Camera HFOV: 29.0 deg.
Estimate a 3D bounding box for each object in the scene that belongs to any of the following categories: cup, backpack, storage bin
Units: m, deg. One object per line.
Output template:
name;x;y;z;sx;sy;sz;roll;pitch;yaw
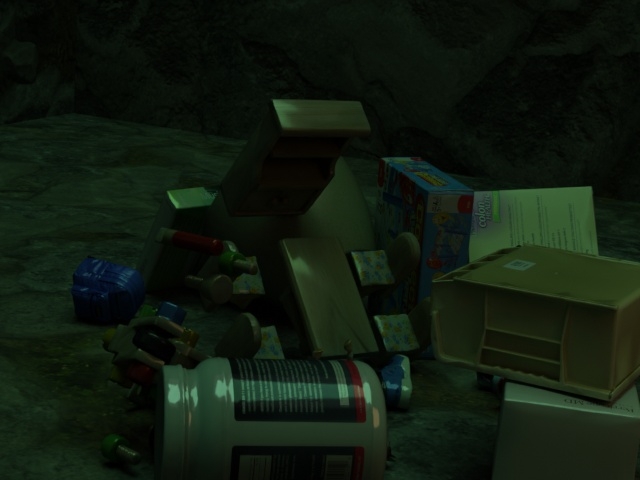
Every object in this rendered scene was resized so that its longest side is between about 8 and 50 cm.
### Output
cup;-0.026;0.009;2.356;0.331;0.331;0.237;-6;42;-39
backpack;-0.380;0.099;2.224;0.120;0.098;0.101;9;43;14
storage bin;0.315;0.099;1.680;0.260;0.123;0.262;10;15;29

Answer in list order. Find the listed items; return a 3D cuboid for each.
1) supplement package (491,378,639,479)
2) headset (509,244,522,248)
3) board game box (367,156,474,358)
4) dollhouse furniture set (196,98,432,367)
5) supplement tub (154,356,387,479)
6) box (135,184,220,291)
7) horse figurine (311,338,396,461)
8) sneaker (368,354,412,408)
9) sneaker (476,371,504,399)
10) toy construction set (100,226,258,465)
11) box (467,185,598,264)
supplement package;0.328;0.254;1.674;0.177;0.175;0.293;7;14;8
headset;0.424;0.118;2.167;0.243;0.185;0.394;-2;-8;37
board game box;0.178;0.024;2.276;0.086;0.308;0.302;1;14;-14
dollhouse furniture set;0.000;0.000;2.036;0.362;0.256;0.394;-3;59;-30
supplement tub;-0.066;0.242;1.549;0.272;0.191;0.191;3;14;-11
box;-0.193;-0.014;2.448;0.322;0.232;0.058;-9;51;-39
horse figurine;-0.037;0.240;1.694;0.263;0.174;0.066;-10;9;-13
sneaker;0.097;0.218;1.982;0.084;0.058;0.152;13;20;-5
sneaker;0.337;0.236;1.964;0.125;0.104;0.262;-11;10;-21
toy construction set;-0.221;0.134;1.761;0.257;0.309;0.237;3;7;-43
box;0.397;0.021;2.340;0.243;0.214;0.117;-2;-28;4
